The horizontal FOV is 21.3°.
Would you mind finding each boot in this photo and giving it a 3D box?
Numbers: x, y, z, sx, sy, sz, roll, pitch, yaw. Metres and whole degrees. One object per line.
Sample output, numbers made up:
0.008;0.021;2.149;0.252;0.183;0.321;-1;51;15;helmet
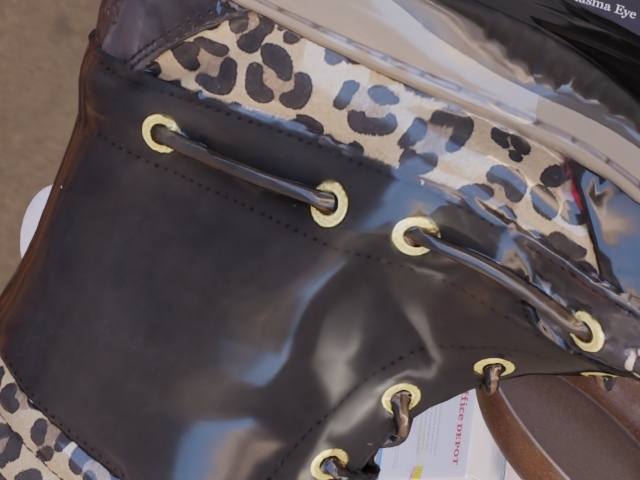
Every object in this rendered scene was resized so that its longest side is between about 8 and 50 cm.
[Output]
0.042;0.049;0.659;0.377;0.138;0.284;31;114;1;boot

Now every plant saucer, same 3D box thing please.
0.134;0.101;0.818;0.029;0.168;0.168;-50;62;22;plant saucer

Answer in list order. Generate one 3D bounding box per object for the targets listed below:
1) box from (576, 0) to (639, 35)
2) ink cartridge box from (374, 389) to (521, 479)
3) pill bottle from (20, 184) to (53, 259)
0.260;-0.150;1.683;0.179;0.343;0.312;17;65;6;box
0.114;0.164;1.399;0.143;0.090;0.092;-10;64;45;ink cartridge box
-0.153;0.003;1.503;0.119;0.208;0.119;-2;87;42;pill bottle
